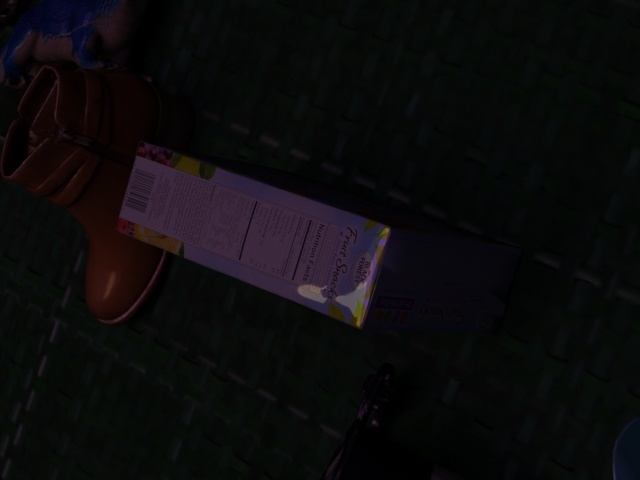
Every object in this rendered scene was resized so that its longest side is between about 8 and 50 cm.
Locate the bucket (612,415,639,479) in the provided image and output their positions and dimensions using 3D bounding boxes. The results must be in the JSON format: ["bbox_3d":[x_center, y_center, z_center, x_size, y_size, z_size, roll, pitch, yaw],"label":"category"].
[{"bbox_3d":[0.300,0.136,0.668,0.281,0.183,0.281,-24,46,27],"label":"bucket"}]

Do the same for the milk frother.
[{"bbox_3d":[0.072,0.161,0.930,0.134,0.129,0.143,27,68,-1],"label":"milk frother"}]

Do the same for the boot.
[{"bbox_3d":[-0.180,-0.034,1.081,0.073,0.152,0.197,15,93,34],"label":"boot"}]

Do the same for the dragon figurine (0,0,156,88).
[{"bbox_3d":[-0.210,-0.190,1.158,0.289,0.085,0.144,-9,77,28],"label":"dragon figurine"}]

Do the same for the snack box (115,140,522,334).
[{"bbox_3d":[0.000,0.000,0.942,0.207,0.174,0.070,18,96,35],"label":"snack box"}]

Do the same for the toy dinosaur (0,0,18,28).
[{"bbox_3d":[-0.350,-0.253,1.182,0.322,0.218,0.164,15,92,34],"label":"toy dinosaur"}]
